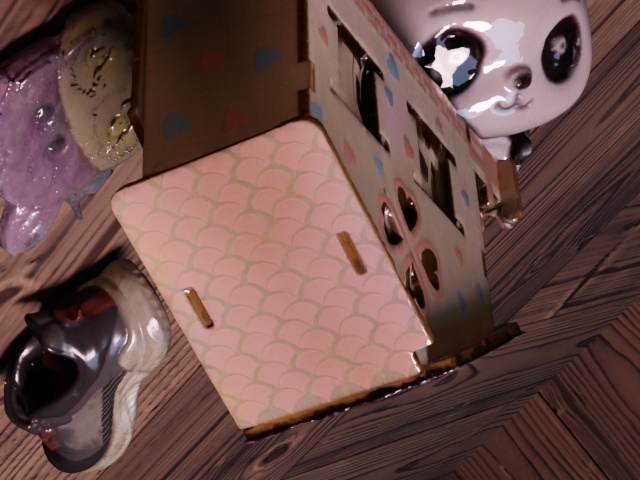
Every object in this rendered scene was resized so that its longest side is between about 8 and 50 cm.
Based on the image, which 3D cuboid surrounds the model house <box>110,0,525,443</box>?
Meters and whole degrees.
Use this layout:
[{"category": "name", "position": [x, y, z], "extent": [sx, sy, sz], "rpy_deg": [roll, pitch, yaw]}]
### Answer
[{"category": "model house", "position": [0.000, 0.000, 1.050], "extent": [0.169, 0.244, 0.326], "rpy_deg": [-20, 145, 19]}]

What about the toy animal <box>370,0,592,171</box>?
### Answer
[{"category": "toy animal", "position": [0.083, -0.125, 1.243], "extent": [0.187, 0.165, 0.235], "rpy_deg": [-11, 152, -30]}]

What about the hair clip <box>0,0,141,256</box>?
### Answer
[{"category": "hair clip", "position": [-0.153, -0.073, 1.106], "extent": [0.146, 0.056, 0.187], "rpy_deg": [-39, 161, -20]}]

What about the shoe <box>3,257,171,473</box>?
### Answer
[{"category": "shoe", "position": [-0.198, 0.107, 1.409], "extent": [0.112, 0.099, 0.227], "rpy_deg": [-14, 147, -38]}]
